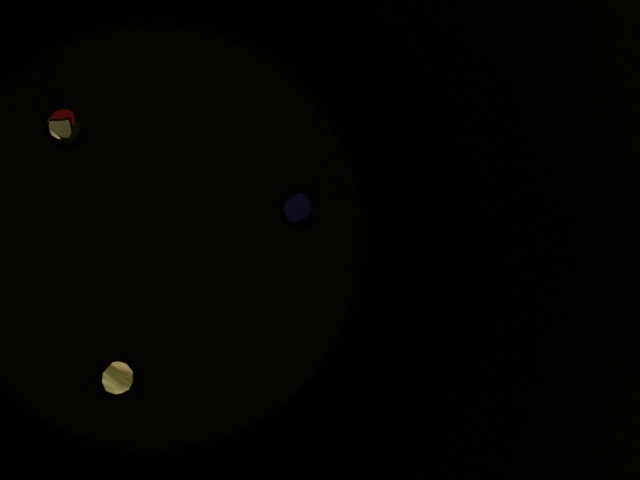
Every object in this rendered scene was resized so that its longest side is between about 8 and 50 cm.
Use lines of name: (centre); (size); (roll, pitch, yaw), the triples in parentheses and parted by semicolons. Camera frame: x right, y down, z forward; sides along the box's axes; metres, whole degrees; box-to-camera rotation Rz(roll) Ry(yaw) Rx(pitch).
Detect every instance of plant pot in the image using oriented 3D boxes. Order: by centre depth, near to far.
plant pot: (0.000, 0.000, 0.283); (0.275, 0.274, 0.293); (39, -11, -18)

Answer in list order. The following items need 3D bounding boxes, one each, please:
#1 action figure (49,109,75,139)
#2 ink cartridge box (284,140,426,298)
action figure: (-0.046, 0.007, 0.676); (0.280, 0.091, 0.139); (41, -8, 11)
ink cartridge box: (0.059, 0.033, 0.448); (0.208, 0.206, 0.045); (21, 21, 24)
